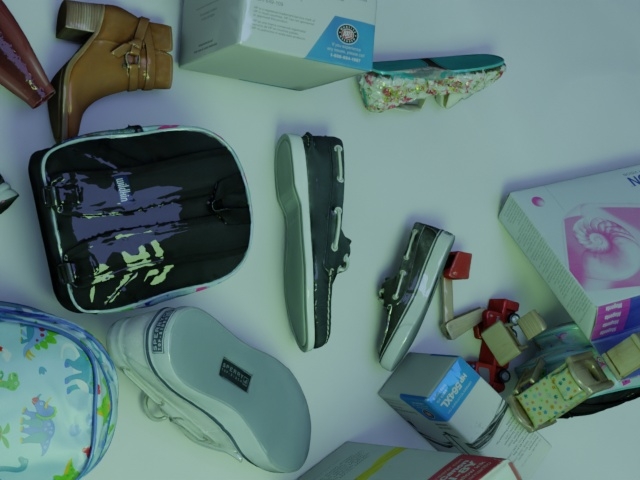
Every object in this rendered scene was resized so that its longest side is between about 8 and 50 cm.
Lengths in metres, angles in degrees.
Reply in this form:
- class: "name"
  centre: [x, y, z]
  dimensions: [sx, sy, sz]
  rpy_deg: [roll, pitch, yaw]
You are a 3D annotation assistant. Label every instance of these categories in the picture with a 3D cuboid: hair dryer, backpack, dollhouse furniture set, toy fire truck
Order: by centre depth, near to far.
- class: "backpack"
  centre: [-0.411, 0.188, 1.293]
  dimensions: [0.356, 0.273, 0.290]
  rpy_deg: [11, 74, -37]
- class: "hair dryer"
  centre: [-0.468, -0.223, 1.386]
  dimensions: [0.294, 0.080, 0.223]
  rpy_deg: [11, 88, -13]
- class: "backpack"
  centre: [-0.218, -0.030, 1.413]
  dimensions: [0.254, 0.191, 0.225]
  rpy_deg: [-13, 94, -19]
- class: "dollhouse furniture set"
  centre: [0.326, 0.146, 1.561]
  dimensions: [0.101, 0.182, 0.161]
  rpy_deg: [-1, 55, -58]
- class: "toy fire truck"
  centre: [0.226, 0.122, 1.692]
  dimensions: [0.135, 0.047, 0.192]
  rpy_deg: [16, 80, -23]
- class: "backpack"
  centre: [0.387, 0.192, 1.698]
  dimensions: [0.188, 0.166, 0.144]
  rpy_deg: [-16, 83, -29]

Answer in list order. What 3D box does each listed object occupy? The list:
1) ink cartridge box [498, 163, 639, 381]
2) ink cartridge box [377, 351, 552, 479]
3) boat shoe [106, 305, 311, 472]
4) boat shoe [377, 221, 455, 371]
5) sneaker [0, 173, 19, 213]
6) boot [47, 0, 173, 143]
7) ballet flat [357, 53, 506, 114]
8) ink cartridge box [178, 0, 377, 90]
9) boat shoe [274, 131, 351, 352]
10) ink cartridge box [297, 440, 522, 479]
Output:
- class: "ink cartridge box"
  centre: [0.487, 0.030, 1.713]
  dimensions: [0.324, 0.071, 0.330]
  rpy_deg: [-13, 52, -26]
- class: "ink cartridge box"
  centre: [0.203, 0.255, 1.613]
  dimensions: [0.203, 0.148, 0.086]
  rpy_deg: [45, 70, -15]
- class: "boat shoe"
  centre: [-0.152, 0.197, 1.456]
  dimensions: [0.367, 0.157, 0.135]
  rpy_deg: [45, 51, -49]
- class: "boat shoe"
  centre: [0.122, 0.080, 1.638]
  dimensions: [0.070, 0.078, 0.219]
  rpy_deg: [21, 78, 13]
- class: "sneaker"
  centre: [-0.462, -0.041, 1.376]
  dimensions: [0.178, 0.072, 0.077]
  rpy_deg: [-31, 87, -32]
- class: "boot"
  centre: [-0.267, -0.208, 1.473]
  dimensions: [0.152, 0.073, 0.197]
  rpy_deg: [9, 85, -29]
- class: "ballet flat"
  centre: [0.161, -0.230, 1.683]
  dimensions: [0.241, 0.091, 0.077]
  rpy_deg: [-7, 119, -22]
- class: "ink cartridge box"
  centre: [-0.052, -0.357, 1.504]
  dimensions: [0.198, 0.197, 0.270]
  rpy_deg: [7, 85, -29]
- class: "boat shoe"
  centre: [0.000, 0.000, 1.558]
  dimensions: [0.091, 0.114, 0.302]
  rpy_deg: [-2, 87, -20]
- class: "ink cartridge box"
  centre: [0.134, 0.415, 1.440]
  dimensions: [0.160, 0.385, 0.279]
  rpy_deg: [-34, 100, -27]
